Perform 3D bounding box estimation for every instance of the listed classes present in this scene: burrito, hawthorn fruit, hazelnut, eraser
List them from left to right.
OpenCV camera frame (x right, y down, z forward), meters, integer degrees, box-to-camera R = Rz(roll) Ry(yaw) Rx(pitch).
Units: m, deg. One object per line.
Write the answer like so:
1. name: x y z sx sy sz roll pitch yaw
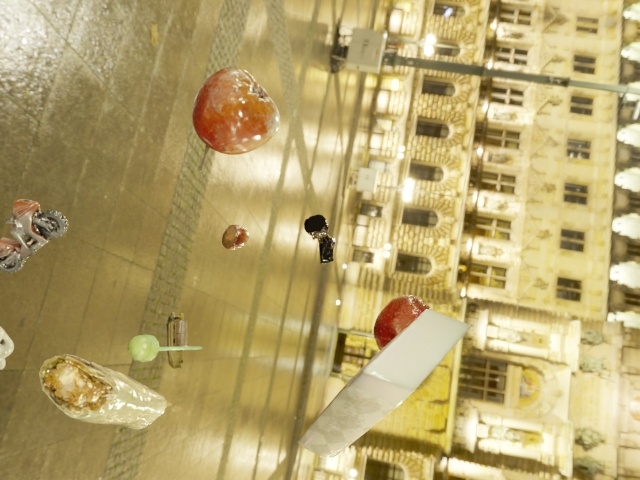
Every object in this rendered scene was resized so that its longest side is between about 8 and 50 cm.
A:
1. burrito: -0.466 0.341 1.065 0.105 0.143 0.299 -55 154 -16
2. hawthorn fruit: -0.248 -0.354 1.335 0.231 0.262 0.235 125 -48 -84
3. hazelnut: -0.263 -0.010 1.508 0.086 0.086 0.086 9 90 -85
4. eraser: 0.101 0.277 0.891 0.213 0.082 0.397 -33 160 -36
5. hawthorn fruit: 0.257 0.297 1.535 0.253 0.205 0.205 -48 162 -20

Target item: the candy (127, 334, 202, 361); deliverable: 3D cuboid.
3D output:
1. candy: -0.522 0.372 1.677 0.092 0.093 0.335 62 16 23

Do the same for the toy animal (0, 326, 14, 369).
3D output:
1. toy animal: -0.865 0.263 1.198 0.127 0.178 0.193 -28 151 -60

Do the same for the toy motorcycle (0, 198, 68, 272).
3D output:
1. toy motorcycle: -0.686 -0.016 1.113 0.118 0.212 0.084 49 12 -24

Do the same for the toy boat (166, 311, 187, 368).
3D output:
1. toy boat: -0.568 0.397 1.929 0.068 0.088 0.226 17 60 -48

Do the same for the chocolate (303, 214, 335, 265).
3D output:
1. chocolate: 0.002 -0.003 1.268 0.072 0.070 0.147 -44 147 -20
